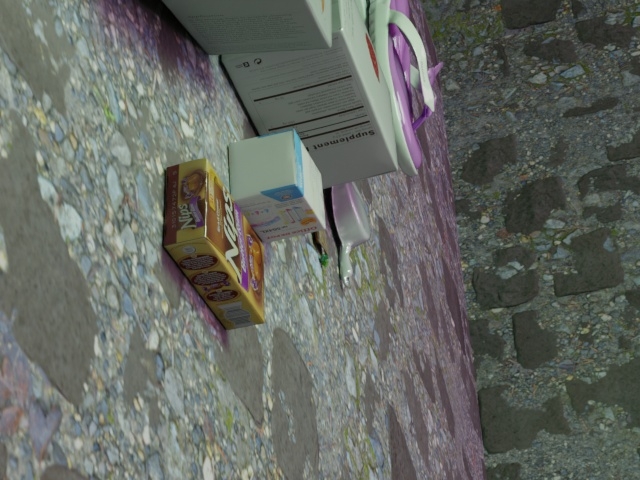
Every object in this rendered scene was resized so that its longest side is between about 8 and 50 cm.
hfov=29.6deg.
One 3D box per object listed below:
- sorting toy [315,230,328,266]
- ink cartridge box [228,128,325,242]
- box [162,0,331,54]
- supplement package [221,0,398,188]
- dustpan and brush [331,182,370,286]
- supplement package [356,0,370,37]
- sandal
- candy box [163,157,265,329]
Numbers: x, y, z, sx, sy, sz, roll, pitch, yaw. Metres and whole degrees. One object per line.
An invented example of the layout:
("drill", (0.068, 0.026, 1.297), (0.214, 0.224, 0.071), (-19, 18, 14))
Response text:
("sorting toy", (0.000, 0.000, 1.945), (0.062, 0.012, 0.083), (66, 13, -58))
("ink cartridge box", (-0.053, -0.066, 1.600), (0.143, 0.092, 0.089), (56, 25, -57))
("box", (-0.092, -0.366, 1.410), (0.345, 0.168, 0.215), (43, 45, -79))
("supplement package", (-0.010, -0.235, 1.756), (0.293, 0.175, 0.177), (63, 18, -48))
("dustpan and brush", (0.048, -0.015, 2.101), (0.147, 0.060, 0.211), (57, 17, -53))
("supplement package", (0.041, -0.310, 2.122), (0.204, 0.145, 0.261), (34, 46, -72))
("sandal", (0.148, -0.302, 2.018), (0.169, 0.102, 0.416), (54, 27, -56))
("candy box", (-0.115, 0.007, 1.355), (0.186, 0.053, 0.109), (58, 24, -52))
